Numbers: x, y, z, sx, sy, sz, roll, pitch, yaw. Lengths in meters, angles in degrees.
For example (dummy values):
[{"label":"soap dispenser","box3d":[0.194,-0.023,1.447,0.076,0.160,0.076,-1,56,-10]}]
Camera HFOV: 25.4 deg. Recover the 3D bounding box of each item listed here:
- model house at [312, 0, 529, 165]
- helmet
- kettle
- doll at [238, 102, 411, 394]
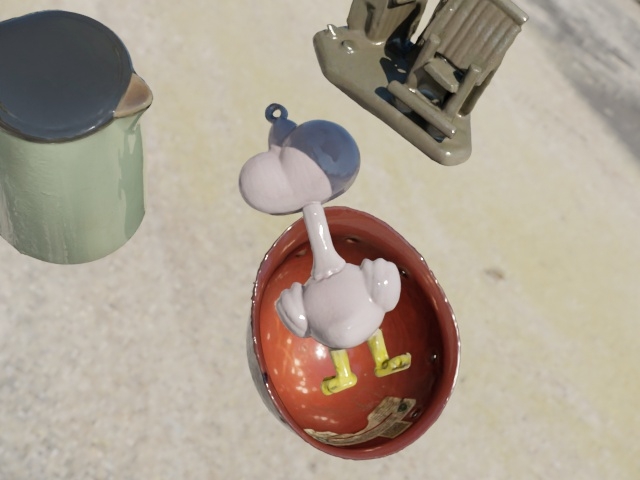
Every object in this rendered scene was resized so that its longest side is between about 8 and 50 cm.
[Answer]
[{"label":"model house","box3d":[0.119,-0.221,1.546,0.229,0.188,0.122,41,37,15]},{"label":"helmet","box3d":[0.013,0.155,2.232,0.338,0.230,0.385,-24,90,-25]},{"label":"kettle","box3d":[-0.276,-0.106,1.366,0.240,0.165,0.255,15,-24,1]},{"label":"doll","box3d":[0.000,0.000,1.746,0.094,0.160,0.365,14,57,-73]}]
